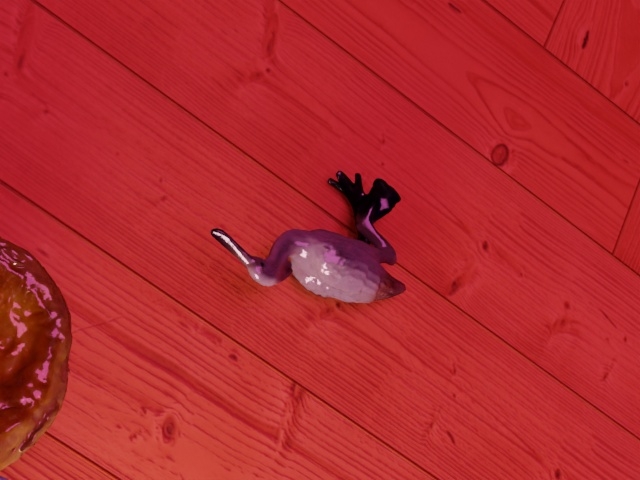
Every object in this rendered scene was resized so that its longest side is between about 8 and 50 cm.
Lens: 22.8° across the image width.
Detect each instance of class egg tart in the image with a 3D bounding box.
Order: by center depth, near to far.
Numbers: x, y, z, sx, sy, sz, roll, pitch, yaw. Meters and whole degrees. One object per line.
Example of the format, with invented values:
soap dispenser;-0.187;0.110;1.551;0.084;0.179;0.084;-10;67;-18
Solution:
egg tart;-0.452;0.127;1.841;0.341;0.129;0.341;10;68;-26

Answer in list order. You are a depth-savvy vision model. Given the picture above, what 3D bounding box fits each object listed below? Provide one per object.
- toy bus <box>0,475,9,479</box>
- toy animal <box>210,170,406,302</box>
toy bus;-0.433;0.346;1.660;0.152;0.190;0.312;3;111;-29
toy animal;0.003;0.023;2.175;0.324;0.090;0.195;-27;82;-44
